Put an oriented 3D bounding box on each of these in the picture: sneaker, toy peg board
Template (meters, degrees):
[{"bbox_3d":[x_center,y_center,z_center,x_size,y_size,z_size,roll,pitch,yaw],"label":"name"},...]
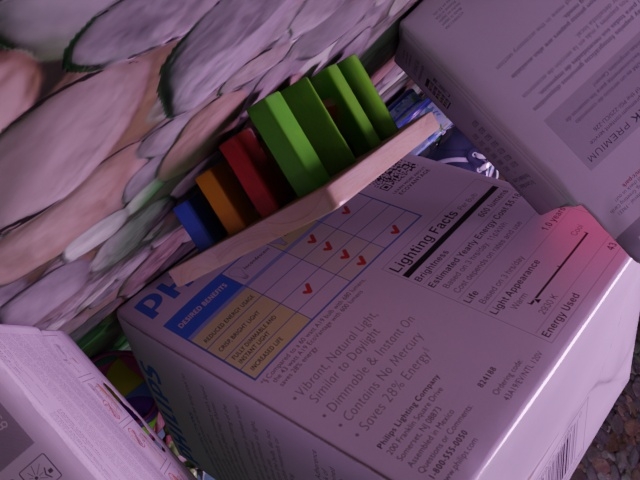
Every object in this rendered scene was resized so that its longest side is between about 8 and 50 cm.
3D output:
[{"bbox_3d":[0.265,-0.159,1.097,0.282,0.153,0.099,-21,-169,38],"label":"sneaker"},{"bbox_3d":[-0.026,-0.058,0.530,0.160,0.079,0.161,-25,-171,39],"label":"toy peg board"}]

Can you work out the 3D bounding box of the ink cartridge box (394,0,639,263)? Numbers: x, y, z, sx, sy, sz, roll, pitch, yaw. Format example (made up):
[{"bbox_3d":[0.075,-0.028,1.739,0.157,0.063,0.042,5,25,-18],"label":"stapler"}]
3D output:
[{"bbox_3d":[0.265,-0.175,0.626,0.309,0.272,0.130,-42,177,2],"label":"ink cartridge box"}]

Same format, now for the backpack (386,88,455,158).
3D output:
[{"bbox_3d":[0.113,-0.140,0.949,0.105,0.084,0.114,-43,-178,-10],"label":"backpack"}]

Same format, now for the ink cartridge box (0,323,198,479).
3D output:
[{"bbox_3d":[-0.144,0.134,0.460,0.056,0.181,0.225,-42,179,-12],"label":"ink cartridge box"}]

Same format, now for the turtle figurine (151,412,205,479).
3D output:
[{"bbox_3d":[-0.235,0.259,1.051,0.266,0.274,0.198,-34,138,-45],"label":"turtle figurine"}]

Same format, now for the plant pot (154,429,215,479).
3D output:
[{"bbox_3d":[-0.273,0.378,1.280,0.292,0.235,0.293,-20,162,-7],"label":"plant pot"}]

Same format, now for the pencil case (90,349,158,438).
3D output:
[{"bbox_3d":[-0.239,0.218,0.864,0.104,0.104,0.236,-41,163,-36],"label":"pencil case"}]

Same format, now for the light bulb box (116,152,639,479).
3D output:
[{"bbox_3d":[0.071,0.107,0.733,0.358,0.361,0.225,-41,137,-33],"label":"light bulb box"}]
